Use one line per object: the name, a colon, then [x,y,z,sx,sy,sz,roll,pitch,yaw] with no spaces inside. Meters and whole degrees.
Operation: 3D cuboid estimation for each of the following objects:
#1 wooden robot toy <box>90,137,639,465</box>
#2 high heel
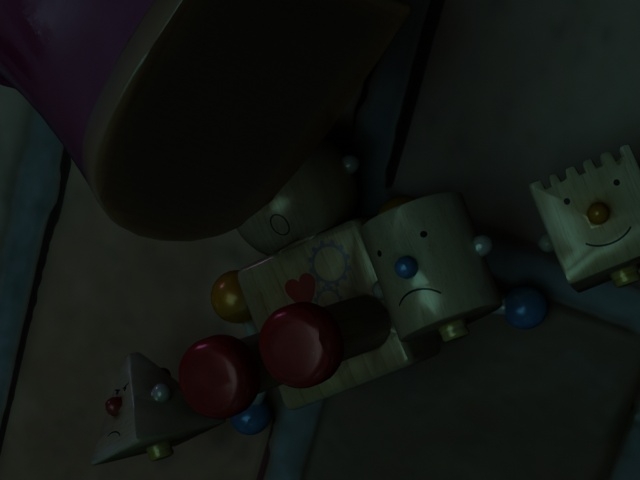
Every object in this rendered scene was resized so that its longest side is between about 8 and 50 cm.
wooden robot toy: [0.000,0.000,0.472,0.173,0.076,0.079,-24,79,26]
high heel: [0.019,-0.191,0.413,0.377,0.127,0.181,-50,47,9]
